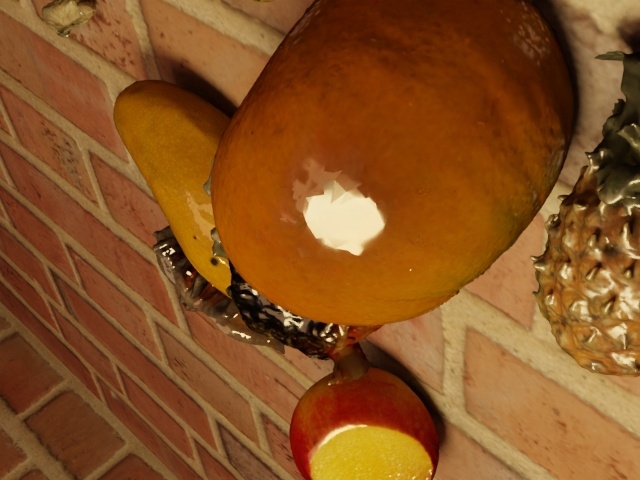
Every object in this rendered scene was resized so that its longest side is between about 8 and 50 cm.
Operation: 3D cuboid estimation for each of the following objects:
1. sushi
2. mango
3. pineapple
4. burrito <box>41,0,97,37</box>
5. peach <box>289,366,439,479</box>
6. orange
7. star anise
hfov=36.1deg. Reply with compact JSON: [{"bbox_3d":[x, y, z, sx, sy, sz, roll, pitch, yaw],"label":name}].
[{"bbox_3d":[0.000,0.000,1.020,0.182,0.196,0.343,29,144,32],"label":"sushi"},{"bbox_3d":[-0.135,-0.063,1.230,0.359,0.144,0.187,54,152,5],"label":"mango"},{"bbox_3d":[0.230,-0.050,0.663,0.170,0.141,0.310,-116,21,-44],"label":"pineapple"},{"bbox_3d":[-0.355,-0.322,1.384,0.055,0.041,0.149,48,157,-21],"label":"burrito"},{"bbox_3d":[0.058,0.263,1.262,0.190,0.190,0.192,97,149,-55],"label":"peach"},{"bbox_3d":[0.052,-0.070,0.795,0.274,0.310,0.274,44,179,1],"label":"orange"},{"bbox_3d":[-0.167,0.061,1.486,0.257,0.110,0.198,31,163,50],"label":"star anise"}]
